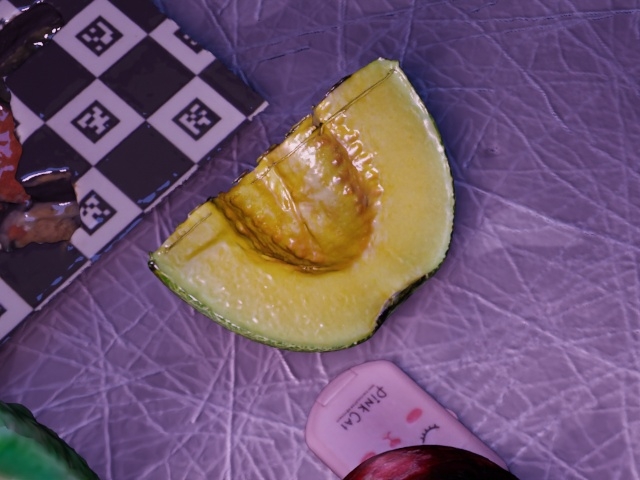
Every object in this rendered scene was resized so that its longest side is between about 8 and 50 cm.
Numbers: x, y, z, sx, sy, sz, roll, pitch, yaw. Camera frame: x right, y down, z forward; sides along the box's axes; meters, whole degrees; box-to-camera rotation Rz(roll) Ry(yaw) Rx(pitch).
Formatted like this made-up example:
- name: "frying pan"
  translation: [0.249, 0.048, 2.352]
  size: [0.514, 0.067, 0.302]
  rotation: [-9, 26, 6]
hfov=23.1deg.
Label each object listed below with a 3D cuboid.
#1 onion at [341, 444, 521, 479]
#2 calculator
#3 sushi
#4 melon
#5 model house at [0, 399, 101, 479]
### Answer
- name: "onion"
  translation: [0.076, 0.261, 1.057]
  size: [0.281, 0.281, 0.221]
  rotation: [-39, 32, -13]
- name: "calculator"
  translation: [0.068, 0.170, 1.230]
  size: [0.100, 0.032, 0.175]
  rotation: [-43, 67, -15]
- name: "sushi"
  translation: [-0.285, -0.096, 1.389]
  size: [0.343, 0.064, 0.359]
  rotation: [40, 73, 19]
- name: "melon"
  translation: [0.000, 0.000, 1.284]
  size: [0.265, 0.129, 0.169]
  rotation: [-41, 88, -17]
- name: "model house"
  translation: [-0.314, 0.223, 1.023]
  size: [0.342, 0.382, 0.335]
  rotation: [30, 79, 34]
